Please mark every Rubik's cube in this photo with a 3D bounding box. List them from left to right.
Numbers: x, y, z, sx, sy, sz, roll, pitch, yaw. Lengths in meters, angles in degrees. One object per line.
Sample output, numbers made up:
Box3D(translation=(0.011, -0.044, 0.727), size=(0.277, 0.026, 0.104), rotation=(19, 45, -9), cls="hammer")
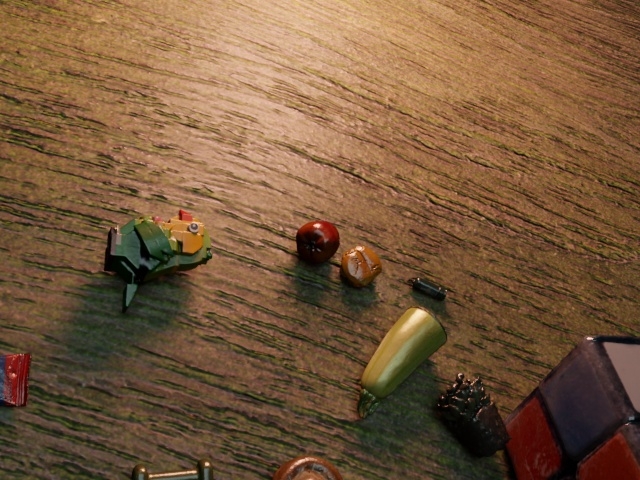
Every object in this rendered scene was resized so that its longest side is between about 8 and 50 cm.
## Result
Box3D(translation=(0.530, 0.368, 1.108), size=(0.316, 0.318, 0.313), rotation=(5, 46, -17), cls="Rubik's cube")

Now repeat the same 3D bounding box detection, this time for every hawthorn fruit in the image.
Box3D(translation=(0.000, 0.000, 1.294), size=(0.081, 0.081, 0.093), rotation=(47, 26, 9), cls="hawthorn fruit")

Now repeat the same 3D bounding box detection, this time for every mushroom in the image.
Box3D(translation=(-0.021, 0.391, 1.043), size=(0.126, 0.085, 0.109), rotation=(-10, 30, -24), cls="mushroom")

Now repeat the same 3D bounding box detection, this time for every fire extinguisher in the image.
Box3D(translation=(0.208, 0.090, 1.351), size=(0.083, 0.025, 0.038), rotation=(24, 17, -8), cls="fire extinguisher")

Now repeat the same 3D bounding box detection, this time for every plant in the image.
Box3D(translation=(0.269, 0.307, 1.208), size=(0.094, 0.092, 0.143), rotation=(-33, 85, -27), cls="plant")

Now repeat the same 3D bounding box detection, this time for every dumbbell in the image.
Box3D(translation=(-0.218, 0.352, 1.008), size=(0.118, 0.046, 0.052), rotation=(3, 65, -21), cls="dumbbell")

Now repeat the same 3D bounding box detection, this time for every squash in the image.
Box3D(translation=(0.131, 0.225, 1.211), size=(0.094, 0.094, 0.224), rotation=(41, 61, 5), cls="squash")

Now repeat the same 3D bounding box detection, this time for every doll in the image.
Box3D(translation=(-0.272, 0.022, 1.146), size=(0.186, 0.106, 0.134), rotation=(-24, 78, -32), cls="doll")

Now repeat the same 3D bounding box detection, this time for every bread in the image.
Box3D(translation=(0.075, 0.050, 1.308), size=(0.083, 0.046, 0.081), rotation=(2, 63, -23), cls="bread")

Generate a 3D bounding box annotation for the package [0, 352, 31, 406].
Box3D(translation=(-0.527, 0.203, 0.986), size=(0.200, 0.022, 0.083), rotation=(2, 60, -19), cls="package")
